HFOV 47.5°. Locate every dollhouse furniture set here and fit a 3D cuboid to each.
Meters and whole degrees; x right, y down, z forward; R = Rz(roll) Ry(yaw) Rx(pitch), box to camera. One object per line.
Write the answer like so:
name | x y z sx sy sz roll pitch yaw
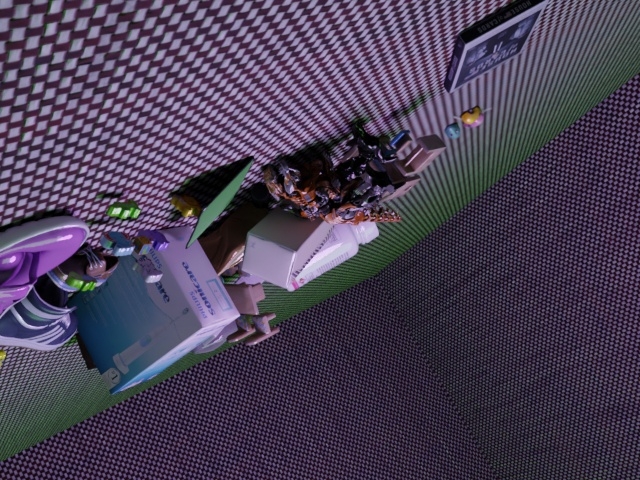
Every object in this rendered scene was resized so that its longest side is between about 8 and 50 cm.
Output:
dollhouse furniture set | -0.255 0.148 1.787 0.161 0.212 0.242 -24 -165 -41
dollhouse furniture set | 0.171 -0.192 1.578 0.129 0.129 0.183 -19 159 -50

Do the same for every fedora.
fedora | -0.366 0.292 2.396 0.275 0.124 0.244 -20 165 -48

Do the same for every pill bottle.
pill bottle | 0.000 0.000 1.919 0.283 0.160 0.160 -29 170 -5

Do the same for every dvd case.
dvd case | 0.332 -0.378 1.404 0.179 0.029 0.238 -30 170 -2

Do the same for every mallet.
mallet | -0.062 -0.125 1.496 0.190 0.039 0.062 -32 170 -18

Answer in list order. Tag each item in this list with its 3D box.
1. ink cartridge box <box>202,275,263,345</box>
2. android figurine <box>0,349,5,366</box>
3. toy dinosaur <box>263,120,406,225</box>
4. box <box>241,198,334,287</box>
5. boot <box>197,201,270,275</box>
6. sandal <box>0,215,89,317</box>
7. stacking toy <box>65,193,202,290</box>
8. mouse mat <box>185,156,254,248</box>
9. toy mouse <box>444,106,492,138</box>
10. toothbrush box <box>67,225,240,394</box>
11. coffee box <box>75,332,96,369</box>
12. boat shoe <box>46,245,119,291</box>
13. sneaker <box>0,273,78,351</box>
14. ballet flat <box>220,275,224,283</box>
ink cartridge box | -0.226 0.146 2.050 0.332 0.065 0.165 -48 -178 -26
android figurine | -0.728 0.260 1.377 0.248 0.056 0.273 -36 168 26
toy dinosaur | 0.043 -0.108 1.466 0.218 0.164 0.322 -40 157 31
box | -0.057 -0.013 1.536 0.275 0.113 0.094 -47 156 -58
boot | -0.200 0.022 1.629 0.262 0.095 0.203 -42 168 6
sandal | -0.518 0.096 1.048 0.416 0.102 0.169 -28 170 -16
stacking toy | -0.311 -0.001 1.214 0.167 0.052 0.221 -56 159 20
mouse mat | -0.186 -0.066 1.334 0.152 0.007 0.189 -51 -178 -30
toy mouse | 0.380 -0.302 1.909 0.161 0.031 0.143 -26 169 -27
toothbrush box | -0.341 0.139 1.454 0.295 0.216 0.126 -37 169 29
coffee box | -0.464 0.236 1.832 0.141 0.098 0.246 -22 176 31
boat shoe | -0.405 0.040 1.242 0.066 0.066 0.183 -39 177 6
sneaker | -0.479 0.121 1.299 0.153 0.099 0.282 -30 167 8
ballet flat | -0.325 0.152 1.999 0.067 0.073 0.206 -13 159 -31
